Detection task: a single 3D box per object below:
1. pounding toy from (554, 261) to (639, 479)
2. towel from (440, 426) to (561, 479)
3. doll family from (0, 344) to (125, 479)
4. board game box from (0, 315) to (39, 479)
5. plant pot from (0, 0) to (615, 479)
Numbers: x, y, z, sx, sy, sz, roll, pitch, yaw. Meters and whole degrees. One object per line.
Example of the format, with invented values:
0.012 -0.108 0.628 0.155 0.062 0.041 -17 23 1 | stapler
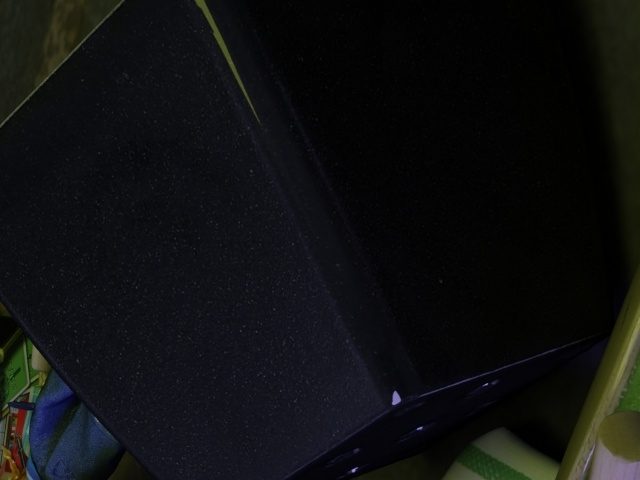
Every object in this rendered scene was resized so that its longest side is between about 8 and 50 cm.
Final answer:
0.141 0.057 0.614 0.237 0.110 0.183 -61 -10 -46 | pounding toy
0.058 0.245 0.688 0.248 0.038 0.324 25 87 47 | towel
-0.098 0.115 0.865 0.163 0.118 0.263 118 141 -54 | doll family
-0.175 0.168 1.030 0.136 0.030 0.259 2 85 51 | board game box
0.000 0.000 0.753 0.187 0.188 0.167 -37 74 42 | plant pot
